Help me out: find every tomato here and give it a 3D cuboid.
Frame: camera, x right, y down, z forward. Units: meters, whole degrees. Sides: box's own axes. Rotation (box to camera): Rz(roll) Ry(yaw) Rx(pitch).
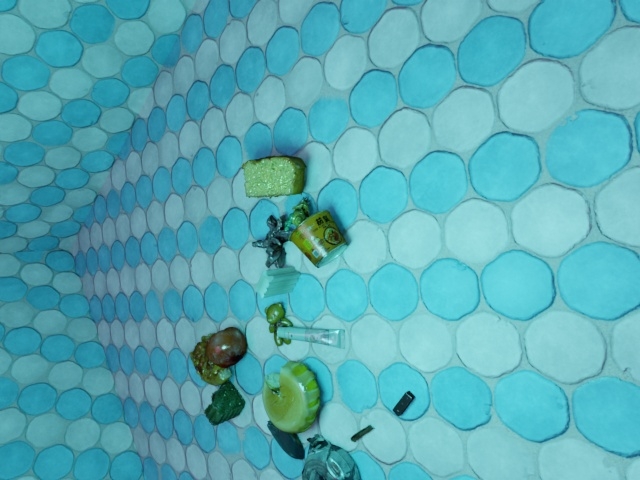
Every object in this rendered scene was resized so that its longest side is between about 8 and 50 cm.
[{"bbox_3d":[-0.483,0.557,2.139,0.208,0.208,0.184,-40,74,33],"label":"tomato"}]

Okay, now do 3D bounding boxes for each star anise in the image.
[{"bbox_3d":[-0.220,0.008,1.960,0.212,0.129,0.282,47,117,46],"label":"star anise"}]

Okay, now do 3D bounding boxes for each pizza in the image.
[{"bbox_3d":[-0.617,0.662,2.300,0.409,0.114,0.277,19,103,44],"label":"pizza"}]

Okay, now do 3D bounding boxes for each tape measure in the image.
[{"bbox_3d":[0.032,1.020,1.781,0.275,0.147,0.256,20,105,38],"label":"tape measure"}]

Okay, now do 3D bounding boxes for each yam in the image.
[{"bbox_3d":[0.178,0.804,1.731,0.129,0.033,0.027,-46,38,26],"label":"yam"}]

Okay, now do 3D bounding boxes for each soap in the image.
[{"bbox_3d":[-0.193,0.189,1.888,0.067,0.198,0.119,38,114,30],"label":"soap"}]

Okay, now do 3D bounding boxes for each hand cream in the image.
[{"bbox_3d":[-0.042,0.426,1.861,0.331,0.058,0.085,0,89,24],"label":"hand cream"}]

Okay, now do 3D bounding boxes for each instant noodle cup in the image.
[{"bbox_3d":[0.000,0.000,1.729,0.216,0.216,0.172,-45,74,31],"label":"instant noodle cup"}]

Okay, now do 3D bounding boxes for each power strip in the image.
[{"bbox_3d":[0.322,0.631,1.601,0.038,0.029,0.111,42,119,29],"label":"power strip"}]

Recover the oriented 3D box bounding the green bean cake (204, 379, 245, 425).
[{"bbox_3d":[-0.524,0.851,2.188,0.193,0.208,0.107,46,116,26],"label":"green bean cake"}]

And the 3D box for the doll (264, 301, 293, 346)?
[{"bbox_3d":[-0.207,0.406,1.980,0.137,0.097,0.209,-22,84,32],"label":"doll"}]

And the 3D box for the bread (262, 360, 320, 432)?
[{"bbox_3d":[-0.121,0.713,1.881,0.333,0.160,0.332,4,96,40],"label":"bread"}]

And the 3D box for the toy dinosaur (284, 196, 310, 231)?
[{"bbox_3d":[-0.098,-0.089,1.796,0.094,0.259,0.153,24,114,-8],"label":"toy dinosaur"}]

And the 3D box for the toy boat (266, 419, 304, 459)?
[{"bbox_3d":[-0.157,0.941,1.977,0.093,0.103,0.246,-41,80,18],"label":"toy boat"}]

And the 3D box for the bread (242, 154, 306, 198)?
[{"bbox_3d":[-0.182,-0.284,1.871,0.340,0.179,0.194,2,95,37],"label":"bread"}]
